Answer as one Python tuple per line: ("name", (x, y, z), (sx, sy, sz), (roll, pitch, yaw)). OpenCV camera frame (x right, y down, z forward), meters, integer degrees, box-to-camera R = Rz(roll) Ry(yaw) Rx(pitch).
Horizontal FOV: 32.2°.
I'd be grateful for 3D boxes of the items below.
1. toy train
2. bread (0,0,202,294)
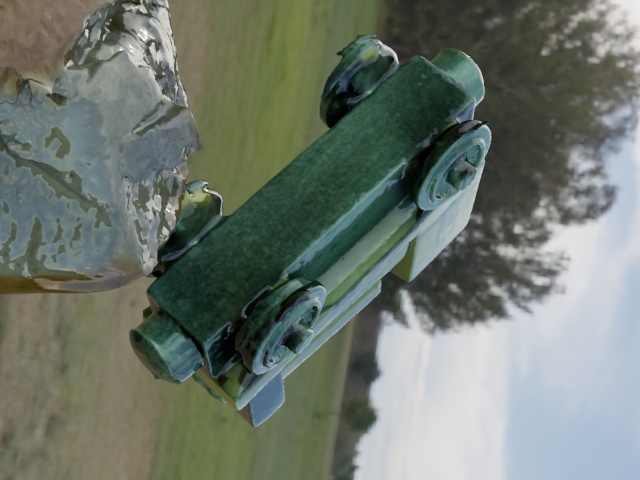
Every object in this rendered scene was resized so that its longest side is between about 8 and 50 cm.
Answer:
("toy train", (0.000, 0.000, 0.990), (0.397, 0.160, 0.253), (-43, 161, -20))
("bread", (-0.214, -0.097, 0.692), (0.250, 0.279, 0.225), (-98, -163, -49))
